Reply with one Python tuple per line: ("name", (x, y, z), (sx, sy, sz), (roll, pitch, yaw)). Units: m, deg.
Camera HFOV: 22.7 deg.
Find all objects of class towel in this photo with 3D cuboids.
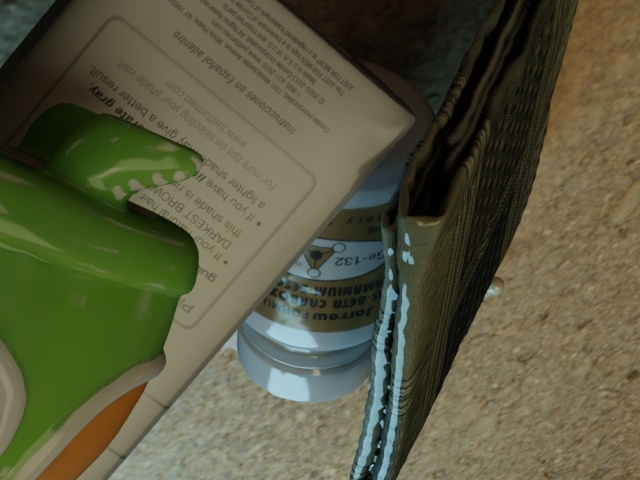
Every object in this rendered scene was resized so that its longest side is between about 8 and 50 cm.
("towel", (0.090, -0.030, 1.031), (0.324, 0.056, 0.312), (96, 19, -52))

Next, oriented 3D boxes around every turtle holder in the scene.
("turtle holder", (-0.221, 0.013, 0.688), (0.320, 0.243, 0.227), (23, 91, -35))

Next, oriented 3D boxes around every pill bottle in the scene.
("pill bottle", (0.000, 0.000, 1.086), (0.131, 0.131, 0.229), (-13, 138, -20))

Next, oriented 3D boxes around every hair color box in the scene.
("hair color box", (-0.142, 0.007, 0.901), (0.185, 0.113, 0.374), (39, 97, -17))

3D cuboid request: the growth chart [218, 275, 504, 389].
("growth chart", (0.020, 0.055, 1.266), (0.172, 0.021, 0.237), (-45, 139, 19))
